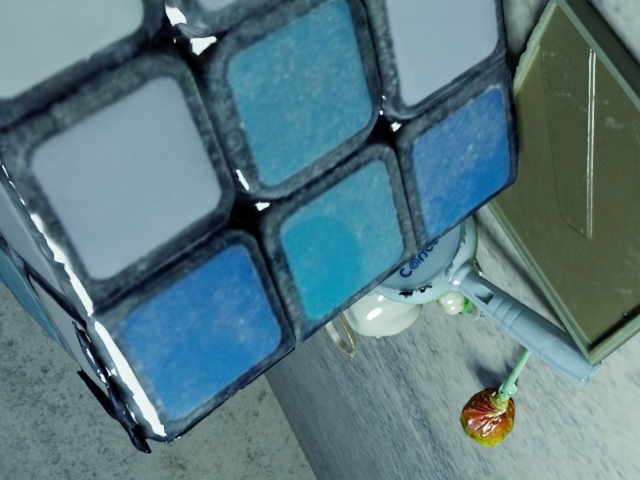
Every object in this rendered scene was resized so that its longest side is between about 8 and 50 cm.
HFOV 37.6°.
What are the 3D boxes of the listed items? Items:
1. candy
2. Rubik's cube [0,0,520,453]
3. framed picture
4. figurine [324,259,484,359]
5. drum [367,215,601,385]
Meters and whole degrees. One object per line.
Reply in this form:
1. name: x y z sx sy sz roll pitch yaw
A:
1. candy: 0.183 0.151 0.940 0.060 0.061 0.201 57 158 25
2. Rubik's cube: -0.109 -0.144 0.644 0.363 0.359 0.362 33 152 47
3. framed picture: 0.182 -0.029 0.653 0.192 0.018 0.265 59 166 17
4. figurine: 0.071 0.055 0.933 0.132 0.154 0.132 57 165 23
5. drum: 0.117 0.051 0.826 0.253 0.130 0.049 56 -167 28
